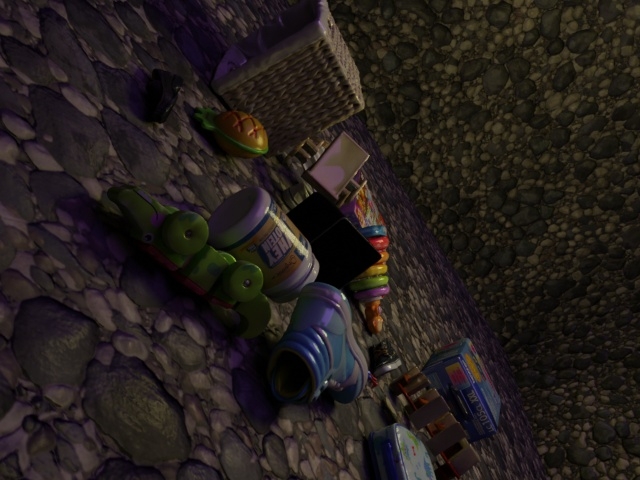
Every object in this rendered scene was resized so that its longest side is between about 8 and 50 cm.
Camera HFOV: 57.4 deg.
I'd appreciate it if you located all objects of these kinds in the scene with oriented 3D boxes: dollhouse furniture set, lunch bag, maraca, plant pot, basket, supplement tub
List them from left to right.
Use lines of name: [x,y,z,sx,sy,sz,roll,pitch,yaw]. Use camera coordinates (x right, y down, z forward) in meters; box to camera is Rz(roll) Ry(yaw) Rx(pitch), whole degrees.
maraca: [-0.202,-0.250,1.330,0.185,0.099,0.127,25,24,-20]
supplement tub: [-0.107,0.012,1.112,0.200,0.144,0.144,50,21,-31]
basket: [-0.074,-0.453,1.594,0.266,0.331,0.328,54,20,-29]
plant pot: [0.000,0.000,1.393,0.187,0.188,0.167,43,12,-43]
dollhouse furniture set: [0.005,-0.176,1.602,0.212,0.161,0.242,41,-20,-10]
lunch bag: [0.181,0.512,1.247,0.176,0.090,0.219,44,25,-45]
dollhouse furniture set: [0.271,0.474,1.469,0.259,0.135,0.262,57,-1,-4]

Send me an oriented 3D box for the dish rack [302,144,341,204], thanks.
dish rack: [0.054,-0.190,1.971,0.285,0.072,0.333,66,18,16]

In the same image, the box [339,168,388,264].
box: [0.145,-0.056,1.884,0.201,0.057,0.293,-79,150,-42]

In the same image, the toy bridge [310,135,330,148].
toy bridge: [0.019,-0.324,1.978,0.188,0.026,0.063,32,8,10]

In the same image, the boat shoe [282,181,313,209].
boat shoe: [-0.013,-0.079,1.609,0.226,0.076,0.083,40,28,-49]

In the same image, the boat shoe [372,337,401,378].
boat shoe: [0.163,0.310,1.550,0.083,0.065,0.183,64,11,12]

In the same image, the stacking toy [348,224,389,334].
stacking toy: [0.133,0.116,1.654,0.175,0.165,0.302,9,69,-75]

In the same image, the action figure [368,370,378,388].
action figure: [0.093,0.309,1.406,0.115,0.030,0.038,51,15,-16]

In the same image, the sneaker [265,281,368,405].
sneaker: [-0.011,0.254,1.100,0.208,0.127,0.319,-58,142,-40]

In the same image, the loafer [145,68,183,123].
loafer: [-0.315,-0.284,1.145,0.061,0.062,0.170,27,29,-23]

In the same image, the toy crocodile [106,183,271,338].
toy crocodile: [-0.198,0.033,0.921,0.115,0.105,0.340,17,-23,50]

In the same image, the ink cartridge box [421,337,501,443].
ink cartridge box: [0.478,0.509,1.969,0.270,0.151,0.395,64,20,6]
